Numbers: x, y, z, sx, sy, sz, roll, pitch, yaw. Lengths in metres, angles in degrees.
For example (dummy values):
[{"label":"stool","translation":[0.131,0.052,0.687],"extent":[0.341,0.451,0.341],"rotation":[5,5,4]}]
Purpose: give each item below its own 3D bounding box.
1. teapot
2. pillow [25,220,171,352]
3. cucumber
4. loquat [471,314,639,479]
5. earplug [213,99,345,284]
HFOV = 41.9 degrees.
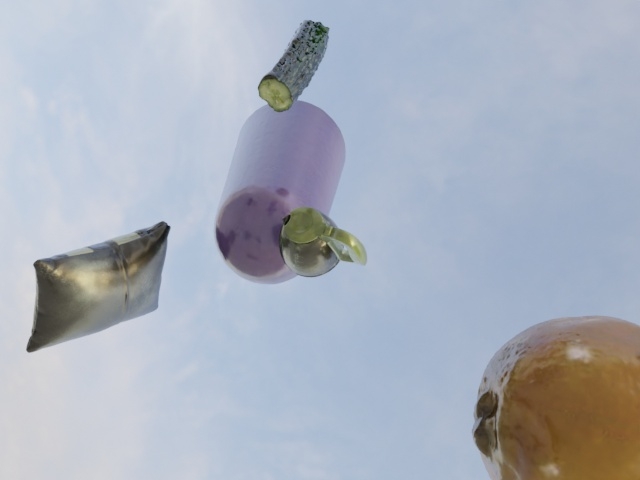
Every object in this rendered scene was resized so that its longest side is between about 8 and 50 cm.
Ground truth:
[{"label":"teapot","translation":[-0.002,-0.008,1.171],"extent":[0.124,0.091,0.092],"rotation":[-9,-117,6]},{"label":"pillow","translation":[-0.354,0.076,1.347],"extent":[0.106,0.250,0.186],"rotation":[37,-51,30]},{"label":"cucumber","translation":[-0.030,-0.234,1.097],"extent":[0.058,0.187,0.058],"rotation":[8,-52,11]},{"label":"loquat","translation":[0.375,0.260,1.163],"extent":[0.328,0.328,0.329],"rotation":[12,-70,36]},{"label":"earplug","translation":[-0.075,-0.078,1.447],"extent":[0.215,0.456,0.215],"rotation":[2,-63,4]}]
